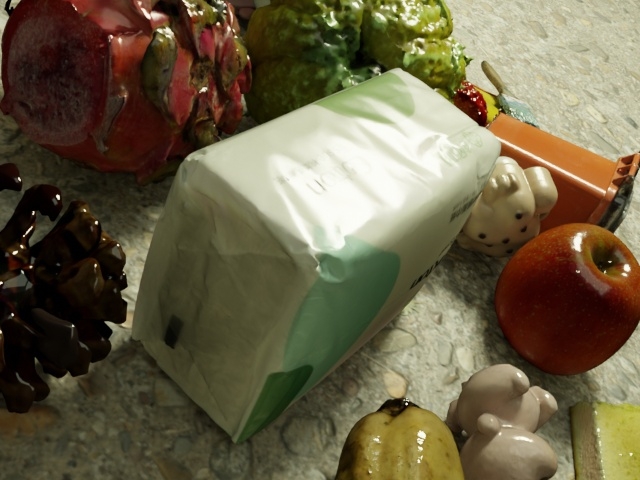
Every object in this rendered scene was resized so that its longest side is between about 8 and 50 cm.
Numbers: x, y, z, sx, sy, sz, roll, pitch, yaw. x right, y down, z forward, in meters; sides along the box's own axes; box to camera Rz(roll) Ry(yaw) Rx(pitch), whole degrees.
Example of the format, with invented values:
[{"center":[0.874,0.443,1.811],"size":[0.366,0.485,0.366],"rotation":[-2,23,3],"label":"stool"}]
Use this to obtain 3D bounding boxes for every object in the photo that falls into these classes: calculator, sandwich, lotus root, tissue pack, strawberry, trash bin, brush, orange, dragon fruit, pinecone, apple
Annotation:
[{"center":[-0.151,-0.412,1.312],"size":[0.103,0.024,0.166],"rotation":[-13,56,-40],"label":"calculator"},{"center":[0.352,0.259,0.946],"size":[0.193,0.058,0.162],"rotation":[-7,52,-34],"label":"sandwich"},{"center":[0.073,0.252,0.735],"size":[0.118,0.125,0.221],"rotation":[47,35,-37],"label":"lotus root"},{"center":[0.001,0.001,0.821],"size":[0.194,0.266,0.356],"rotation":[40,41,17],"label":"tissue pack"},{"center":[0.189,-0.200,1.223],"size":[0.145,0.145,0.086],"rotation":[34,50,3],"label":"strawberry"},{"center":[0.339,-0.090,1.186],"size":[0.238,0.184,0.161],"rotation":[33,37,10],"label":"trash bin"},{"center":[0.318,-0.256,1.375],"size":[0.070,0.021,0.196],"rotation":[12,38,-31],"label":"brush"},{"center":[0.046,-0.225,1.036],"size":[0.301,0.300,0.223],"rotation":[32,-1,-6],"label":"orange"},{"center":[-0.214,-0.204,0.916],"size":[0.269,0.250,0.291],"rotation":[18,25,19],"label":"dragon fruit"},{"center":[-0.282,0.039,0.639],"size":[0.292,0.246,0.246],"rotation":[0,49,-51],"label":"pinecone"},{"center":[0.319,0.076,1.020],"size":[0.181,0.168,0.181],"rotation":[16,49,-20],"label":"apple"}]

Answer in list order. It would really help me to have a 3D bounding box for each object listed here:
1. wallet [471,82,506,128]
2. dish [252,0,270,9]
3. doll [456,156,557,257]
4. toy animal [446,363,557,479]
[{"center":[0.248,-0.234,1.361],"size":[0.241,0.067,0.141],"rotation":[27,36,-12],"label":"wallet"},{"center":[0.015,-0.361,1.296],"size":[0.324,0.124,0.324],"rotation":[18,48,-22],"label":"dish"},{"center":[0.184,-0.047,1.064],"size":[0.278,0.154,0.119],"rotation":[7,51,-24],"label":"doll"},{"center":[0.194,0.243,0.824],"size":[0.124,0.124,0.213],"rotation":[19,49,-14],"label":"toy animal"}]
